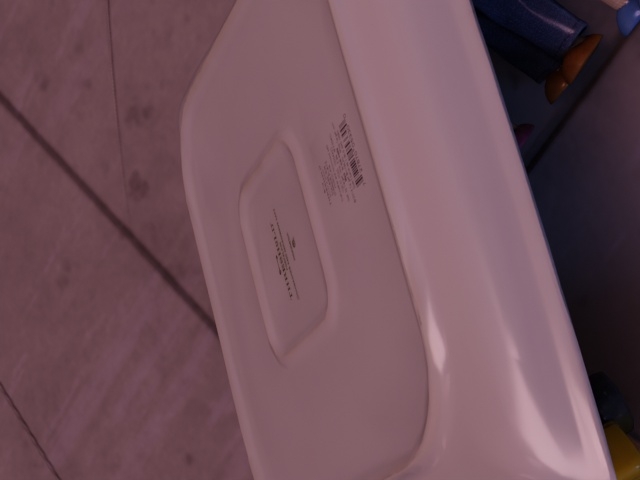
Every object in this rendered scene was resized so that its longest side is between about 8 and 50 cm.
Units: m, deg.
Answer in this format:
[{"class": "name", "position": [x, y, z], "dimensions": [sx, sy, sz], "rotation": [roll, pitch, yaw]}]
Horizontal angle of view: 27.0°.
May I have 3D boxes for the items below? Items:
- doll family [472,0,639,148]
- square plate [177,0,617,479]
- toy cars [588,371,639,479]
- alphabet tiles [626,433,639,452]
[{"class": "doll family", "position": [0.083, -0.151, 0.693], "dimensions": [0.163, 0.118, 0.263], "rotation": [37, 149, 0]}, {"class": "square plate", "position": [0.000, 0.000, 0.686], "dimensions": [0.344, 0.049, 0.347], "rotation": [131, 127, -62]}, {"class": "toy cars", "position": [0.187, 0.105, 0.665], "dimensions": [0.393, 0.087, 0.176], "rotation": [8, 54, 32]}, {"class": "alphabet tiles", "position": [0.187, 0.250, 0.737], "dimensions": [0.198, 0.009, 0.237], "rotation": [33, 112, 26]}]
